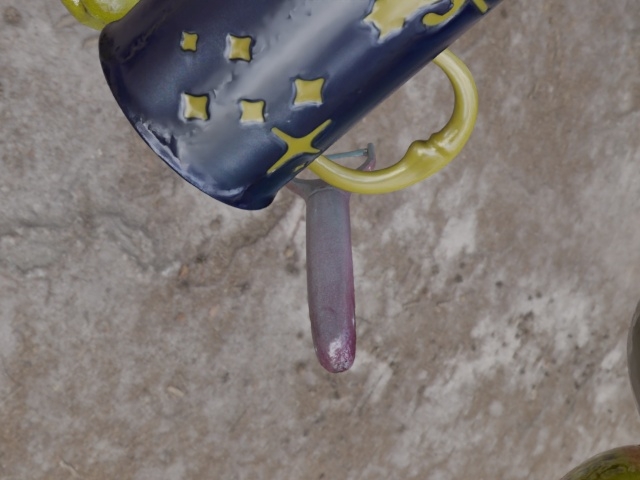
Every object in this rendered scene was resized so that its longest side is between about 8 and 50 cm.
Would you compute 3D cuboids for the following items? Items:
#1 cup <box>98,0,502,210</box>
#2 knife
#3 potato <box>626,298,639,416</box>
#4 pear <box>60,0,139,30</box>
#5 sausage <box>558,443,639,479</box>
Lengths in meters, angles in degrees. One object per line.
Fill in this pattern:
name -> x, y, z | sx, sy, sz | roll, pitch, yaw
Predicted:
cup -> 0.018, -0.159, 0.535 | 0.256, 0.178, 0.255 | -36, 157, 21
knife -> -0.001, -0.001, 0.709 | 0.053, 0.124, 0.277 | 67, 16, -46
potato -> 0.437, 0.165, 0.692 | 0.243, 0.326, 0.221 | -48, -174, -31
pear -> -0.272, -0.353, 0.939 | 0.162, 0.149, 0.148 | -59, 146, -29
sausage -> 0.137, 0.251, 0.445 | 0.347, 0.123, 0.123 | -51, 145, 10
